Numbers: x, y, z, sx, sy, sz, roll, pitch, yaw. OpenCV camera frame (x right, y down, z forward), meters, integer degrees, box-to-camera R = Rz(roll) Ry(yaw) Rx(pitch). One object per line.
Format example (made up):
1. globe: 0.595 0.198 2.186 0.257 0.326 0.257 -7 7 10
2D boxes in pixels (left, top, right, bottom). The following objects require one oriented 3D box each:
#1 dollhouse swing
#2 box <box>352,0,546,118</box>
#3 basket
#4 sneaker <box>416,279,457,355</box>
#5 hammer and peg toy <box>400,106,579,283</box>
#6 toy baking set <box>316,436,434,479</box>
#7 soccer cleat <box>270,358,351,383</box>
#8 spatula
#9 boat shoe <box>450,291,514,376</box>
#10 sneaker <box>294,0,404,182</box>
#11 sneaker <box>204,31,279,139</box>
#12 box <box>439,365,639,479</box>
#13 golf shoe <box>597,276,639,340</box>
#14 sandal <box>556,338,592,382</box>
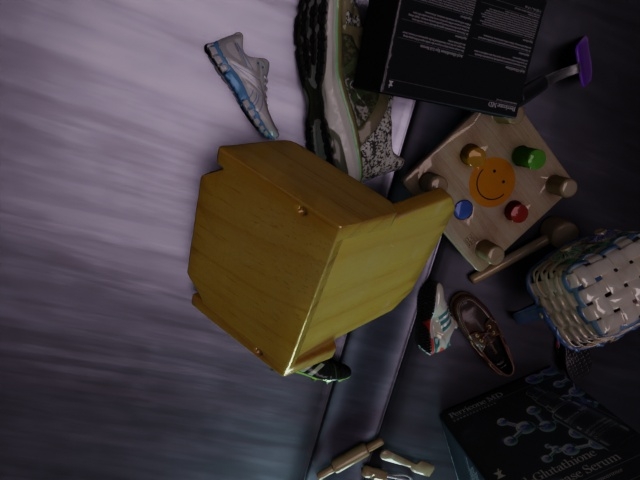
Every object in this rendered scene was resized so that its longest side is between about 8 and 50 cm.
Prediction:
1. dollhouse swing: 0.000 0.000 0.965 0.315 0.305 0.347 34 133 18
2. box: 0.199 -0.303 0.865 0.261 0.103 0.184 4 104 -26
3. basket: 0.529 0.093 1.075 0.254 0.289 0.201 -25 75 -6
4. sneaker: 0.245 0.155 1.148 0.075 0.057 0.161 -7 106 -27
5. hammer and peg toy: 0.348 -0.067 1.062 0.266 0.127 0.361 -42 109 2
6. toy baking set: 0.116 0.526 1.233 0.256 0.030 0.197 -33 112 -1
7. soccer cleat: -0.018 0.235 1.106 0.178 0.060 0.072 14 100 -12
8. spatula: 0.423 -0.292 1.001 0.296 0.030 0.084 -31 112 -29
9. boat shoe: 0.346 0.197 1.165 0.073 0.073 0.207 -37 108 3
10. sneaker: 0.066 -0.283 0.951 0.182 0.158 0.411 -13 114 -19
11. sneaker: -0.112 -0.264 0.945 0.083 0.071 0.191 -34 109 -7
12. box: 0.463 0.472 1.094 0.293 0.395 0.212 -21 107 -6
13. golf shoe: 0.672 0.137 1.228 0.086 0.067 0.186 24 100 -44
14. sandal: 0.553 0.228 1.239 0.067 0.040 0.179 -19 94 -12
